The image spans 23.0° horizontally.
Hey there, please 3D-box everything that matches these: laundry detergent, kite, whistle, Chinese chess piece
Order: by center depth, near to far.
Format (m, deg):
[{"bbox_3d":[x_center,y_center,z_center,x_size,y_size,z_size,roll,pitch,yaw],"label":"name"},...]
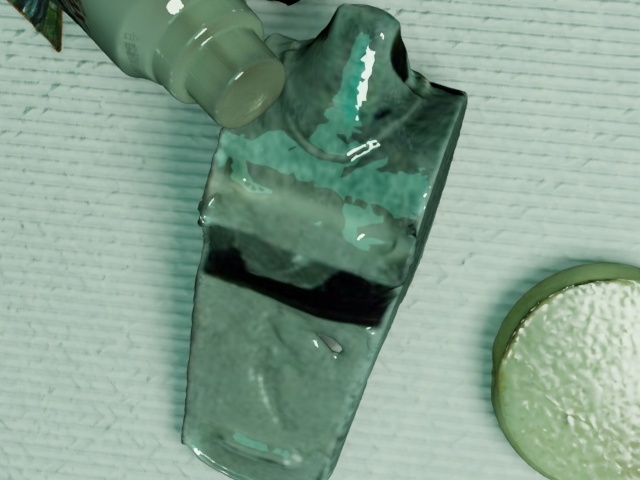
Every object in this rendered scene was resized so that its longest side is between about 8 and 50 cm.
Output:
[{"bbox_3d":[-0.171,-0.243,1.185,0.124,0.264,0.398,-35,64,-13],"label":"laundry detergent"},{"bbox_3d":[-0.008,0.016,1.257,0.168,0.188,0.405,18,94,7],"label":"whistle"},{"bbox_3d":[0.231,0.112,1.283,0.188,0.083,0.188,0,94,6],"label":"Chinese chess piece"},{"bbox_3d":[-0.282,-0.245,1.378,0.190,0.010,0.159,42,96,6],"label":"kite"}]

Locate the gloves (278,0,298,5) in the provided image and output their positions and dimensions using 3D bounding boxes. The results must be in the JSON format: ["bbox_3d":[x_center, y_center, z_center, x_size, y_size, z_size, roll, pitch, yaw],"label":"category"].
[{"bbox_3d":[-0.087,-0.343,1.279,0.141,0.154,0.331,-41,96,-15],"label":"gloves"}]
